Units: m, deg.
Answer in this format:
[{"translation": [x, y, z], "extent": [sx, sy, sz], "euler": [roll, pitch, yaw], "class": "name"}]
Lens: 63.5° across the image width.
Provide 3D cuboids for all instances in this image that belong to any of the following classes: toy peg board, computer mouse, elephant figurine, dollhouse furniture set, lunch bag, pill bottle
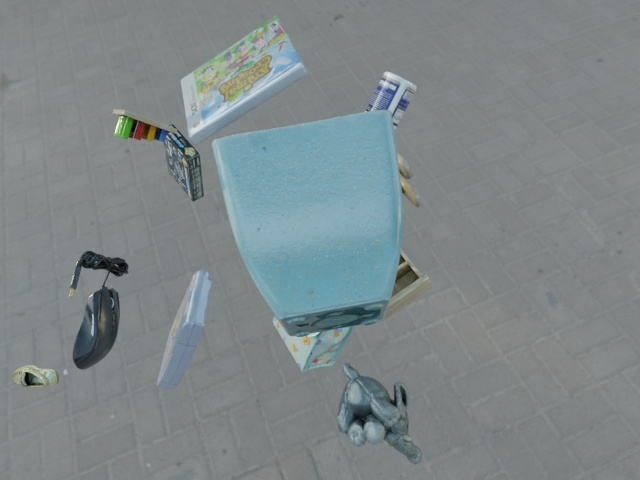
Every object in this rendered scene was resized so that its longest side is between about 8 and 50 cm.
[{"translation": [-0.547, -0.334, 1.581], "extent": [0.161, 0.161, 0.079], "euler": [24, 97, 56], "class": "toy peg board"}, {"translation": [-0.487, 0.152, 1.128], "extent": [0.060, 0.184, 0.261], "euler": [9, 76, 11], "class": "computer mouse"}, {"translation": [0.153, 0.425, 1.260], "extent": [0.169, 0.239, 0.185], "euler": [16, 84, 42], "class": "elephant figurine"}, {"translation": [0.115, 0.005, 1.347], "extent": [0.362, 0.394, 0.256], "euler": [-35, 55, 2], "class": "dollhouse furniture set"}, {"translation": [-0.019, 0.225, 1.557], "extent": [0.160, 0.262, 0.223], "euler": [-6, 43, -34], "class": "lunch bag"}, {"translation": [0.171, -0.342, 1.347], "extent": [0.094, 0.094, 0.169], "euler": [36, 108, 28], "class": "pill bottle"}]

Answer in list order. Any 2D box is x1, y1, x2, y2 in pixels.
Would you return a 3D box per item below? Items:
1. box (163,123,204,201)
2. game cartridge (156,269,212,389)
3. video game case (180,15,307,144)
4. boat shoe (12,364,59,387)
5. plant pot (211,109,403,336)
[{"translation": [-0.479, -0.267, 1.803], "extent": [0.051, 0.220, 0.175], "euler": [-31, 64, -26], "class": "box"}, {"translation": [-0.345, 0.239, 1.305], "extent": [0.062, 0.297, 0.198], "euler": [21, 38, -14], "class": "game cartridge"}, {"translation": [-0.137, -0.273, 0.862], "extent": [0.213, 0.023, 0.193], "euler": [-30, 47, 10], "class": "video game case"}, {"translation": [-0.787, 0.376, 1.410], "extent": [0.153, 0.048, 0.056], "euler": [1, 97, 20], "class": "boat shoe"}, {"translation": [0.000, 0.000, 0.758], "extent": [0.248, 0.247, 0.252], "euler": [-10, 71, -1], "class": "plant pot"}]
